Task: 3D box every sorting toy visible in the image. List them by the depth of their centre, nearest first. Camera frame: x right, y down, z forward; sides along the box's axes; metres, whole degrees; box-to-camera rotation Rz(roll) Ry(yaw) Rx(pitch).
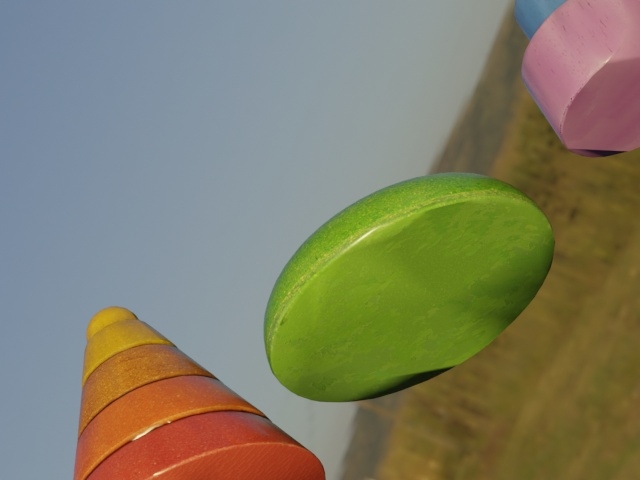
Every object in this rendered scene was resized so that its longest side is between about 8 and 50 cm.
[{"bbox_3d":[0.000,0.000,0.809,0.127,0.126,0.365,13,-52,-46],"label":"sorting toy"}]
